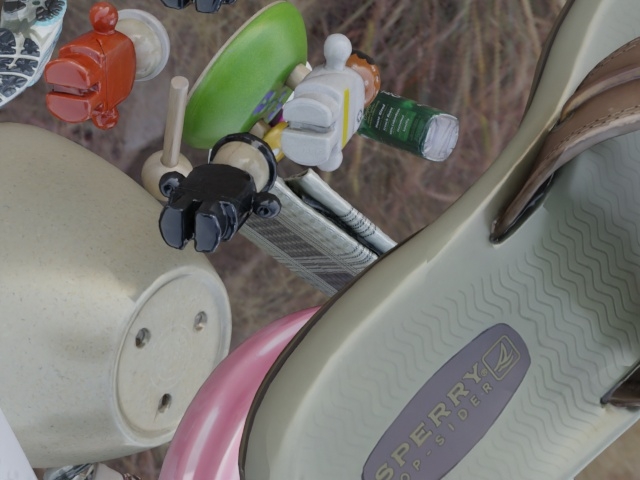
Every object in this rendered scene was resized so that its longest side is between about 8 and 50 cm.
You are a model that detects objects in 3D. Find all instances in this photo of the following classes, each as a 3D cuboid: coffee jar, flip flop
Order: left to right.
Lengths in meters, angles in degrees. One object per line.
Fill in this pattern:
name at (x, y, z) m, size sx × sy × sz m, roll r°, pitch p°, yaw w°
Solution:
coffee jar at (0.113, -0.183, 1.770) m, size 0.096 × 0.184 × 0.079 m, roll 4°, pitch 106°, yaw -55°
flip flop at (0.089, -0.007, 0.326) m, size 0.277 × 0.080 × 0.112 m, roll -45°, pitch 102°, yaw -15°

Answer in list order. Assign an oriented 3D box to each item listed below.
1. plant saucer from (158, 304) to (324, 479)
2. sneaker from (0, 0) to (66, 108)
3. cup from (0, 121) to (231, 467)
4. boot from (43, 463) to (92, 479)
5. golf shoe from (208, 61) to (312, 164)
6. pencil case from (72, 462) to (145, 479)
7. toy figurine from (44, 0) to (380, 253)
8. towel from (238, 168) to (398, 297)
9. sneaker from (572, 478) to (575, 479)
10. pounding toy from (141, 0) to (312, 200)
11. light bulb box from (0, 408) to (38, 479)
plant saucer at (0.042, 0.208, 0.813) m, size 0.332 × 0.084 × 0.332 m, roll 5°, pitch 82°, yaw -38°
sneaker at (-0.452, -0.258, 1.713) m, size 0.110 × 0.283 × 0.122 m, roll 21°, pitch 141°, yaw 4°
cup at (-0.225, 0.075, 1.068) m, size 0.331 × 0.237 × 0.331 m, roll -32°, pitch 130°, yaw -49°
boot at (-0.382, 0.255, 1.773) m, size 0.083 × 0.246 × 0.161 m, roll -32°, pitch 102°, yaw 41°
golf shoe at (-0.125, -0.190, 1.984) m, size 0.115 × 0.140 × 0.306 m, roll 28°, pitch 127°, yaw -6°
pencil case at (-0.207, 0.468, 1.852) m, size 0.410 × 0.183 × 0.160 m, roll 14°, pitch 101°, yaw -11°
toy figurine at (-0.074, -0.122, 0.880) m, size 0.209 × 0.148 × 0.213 m, roll -37°, pitch 100°, yaw 30°
towel at (0.000, 0.000, 1.501) m, size 0.324 × 0.312 × 0.056 m, roll 36°, pitch 77°, yaw -17°
sneaker at (0.116, 0.246, 0.632) m, size 0.086 × 0.163 × 0.226 m, roll -8°, pitch 129°, yaw 31°
pounding toy at (-0.065, -0.130, 1.185) m, size 0.237 × 0.110 × 0.183 m, roll -46°, pitch 173°, yaw -40°
light bulb box at (-0.244, 0.241, 0.251) m, size 0.361 × 0.358 × 0.225 m, roll -13°, pitch 119°, yaw 11°
